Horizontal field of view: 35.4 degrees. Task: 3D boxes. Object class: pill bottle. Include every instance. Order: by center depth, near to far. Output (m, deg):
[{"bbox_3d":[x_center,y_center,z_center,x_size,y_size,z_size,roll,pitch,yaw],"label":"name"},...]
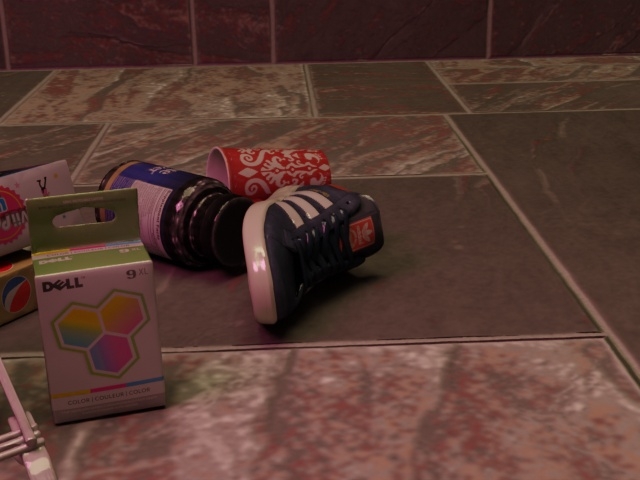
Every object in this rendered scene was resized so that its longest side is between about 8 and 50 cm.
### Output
[{"bbox_3d":[-0.190,-0.032,1.348,0.219,0.123,0.122,15,25,36],"label":"pill bottle"}]

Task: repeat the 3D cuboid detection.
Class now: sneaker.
[{"bbox_3d":[0.000,0.000,1.234,0.148,0.131,0.350,-2,19,9],"label":"sneaker"}]

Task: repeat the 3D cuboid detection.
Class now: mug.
[{"bbox_3d":[-0.074,-0.073,1.525,0.169,0.150,0.113,-6,-16,-24],"label":"mug"}]

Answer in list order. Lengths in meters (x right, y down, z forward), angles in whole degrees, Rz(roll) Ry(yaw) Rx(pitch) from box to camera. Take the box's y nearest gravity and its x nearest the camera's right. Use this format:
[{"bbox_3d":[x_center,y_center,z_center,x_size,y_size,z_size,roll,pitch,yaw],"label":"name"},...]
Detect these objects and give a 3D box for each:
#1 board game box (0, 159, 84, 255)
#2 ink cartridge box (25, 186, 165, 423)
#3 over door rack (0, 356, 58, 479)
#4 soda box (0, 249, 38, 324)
[{"bbox_3d":[-0.483,-0.021,1.271,0.303,0.098,0.224,-2,16,41],"label":"board game box"},{"bbox_3d":[-0.213,0.062,0.957,0.109,0.209,0.062,-7,20,-17],"label":"ink cartridge box"},{"bbox_3d":[-0.323,0.121,0.677,0.239,0.108,0.324,-16,39,-23],"label":"over door rack"},{"bbox_3d":[-0.397,0.068,1.167,0.058,0.061,0.181,12,23,30],"label":"soda box"}]
